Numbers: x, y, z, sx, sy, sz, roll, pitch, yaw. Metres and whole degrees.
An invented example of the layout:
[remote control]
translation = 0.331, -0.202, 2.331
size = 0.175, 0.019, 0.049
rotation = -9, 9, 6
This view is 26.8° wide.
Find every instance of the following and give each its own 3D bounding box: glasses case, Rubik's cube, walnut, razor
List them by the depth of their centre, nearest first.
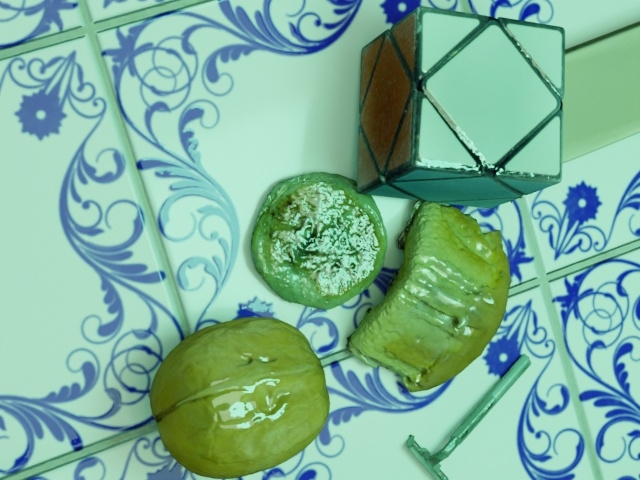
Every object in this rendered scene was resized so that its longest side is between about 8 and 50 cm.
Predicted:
[walnut]
translation = -0.100, 0.192, 1.653
size = 0.226, 0.193, 0.193
rotation = -23, 99, -26
[Rubik's cube]
translation = 0.175, -0.162, 1.698
size = 0.205, 0.205, 0.207
rotation = 4, 80, -18
[razor]
translation = 0.216, 0.235, 1.829
size = 0.211, 0.036, 0.084
rotation = -44, 106, -11
[glasses case]
translation = 0.420, -0.219, 1.857
size = 0.336, 0.076, 0.144
rotation = -21, 98, -16

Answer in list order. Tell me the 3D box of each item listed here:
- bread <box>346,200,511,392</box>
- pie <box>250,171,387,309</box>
[bread]
translation = 0.162, 0.075, 1.754
size = 0.174, 0.133, 0.251
rotation = 32, 83, -14
[pie]
translation = 0.000, 0.000, 1.746
size = 0.187, 0.041, 0.186
rotation = -1, 94, -18
